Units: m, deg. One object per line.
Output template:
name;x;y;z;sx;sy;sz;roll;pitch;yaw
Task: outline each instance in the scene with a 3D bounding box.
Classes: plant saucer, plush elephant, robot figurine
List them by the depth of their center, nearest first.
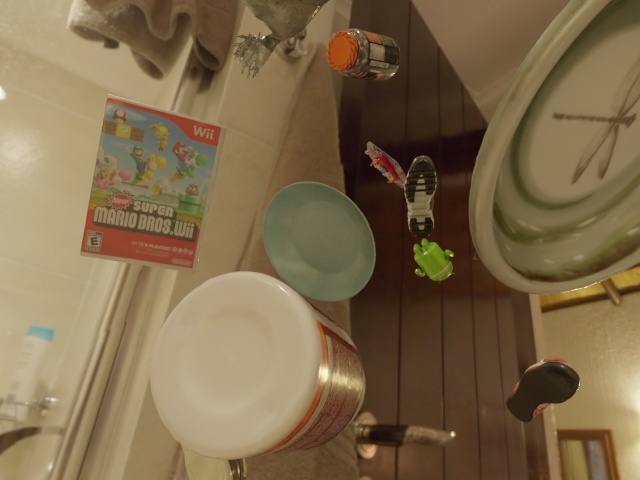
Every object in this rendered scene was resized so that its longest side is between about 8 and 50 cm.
plant saucer;0.312;-0.121;0.478;0.400;0.100;0.401;-13;-50;-16
plush elephant;-0.103;-0.459;0.696;0.255;0.272;0.330;34;-66;-31
plant saucer;0.000;0.000;0.700;0.194;0.037;0.195;11;-64;25
robot figurine;0.279;0.051;1.122;0.101;0.067;0.115;-37;-82;18

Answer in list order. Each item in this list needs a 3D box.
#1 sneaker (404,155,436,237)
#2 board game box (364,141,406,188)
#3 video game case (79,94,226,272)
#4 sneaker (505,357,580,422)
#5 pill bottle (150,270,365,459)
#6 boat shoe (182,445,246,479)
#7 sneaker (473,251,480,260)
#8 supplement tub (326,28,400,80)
sneaker;0.255;-0.126;1.166;0.078;0.106;0.234;-2;-49;10
board game box;0.179;-0.204;1.301;0.033;0.169;0.133;-40;-33;-6
video game case;-0.301;-0.093;0.826;0.204;0.285;0.025;11;9;-21
sneaker;0.516;0.301;1.013;0.090;0.145;0.270;43;-28;27
pill bottle;-0.057;0.209;0.709;0.224;0.224;0.392;-2;-22;16
boat shoe;-0.237;0.372;0.941;0.109;0.305;0.091;-36;-34;10
sneaker;0.552;0.026;1.415;0.178;0.077;0.072;-19;-52;-35
supplement tub;0.113;-0.485;1.191;0.190;0.117;0.117;-13;-9;-44
